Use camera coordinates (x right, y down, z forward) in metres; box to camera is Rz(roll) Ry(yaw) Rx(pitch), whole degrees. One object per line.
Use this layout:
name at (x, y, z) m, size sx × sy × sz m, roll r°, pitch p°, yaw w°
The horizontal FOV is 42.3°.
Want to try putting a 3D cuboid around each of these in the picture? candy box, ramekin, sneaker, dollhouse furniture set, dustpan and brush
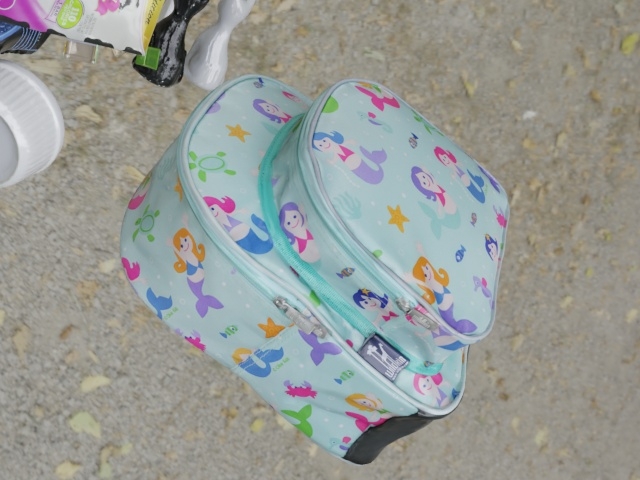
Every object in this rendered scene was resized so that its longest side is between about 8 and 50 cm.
candy box at (-0.253, -0.283, 0.800) m, size 0.233 × 0.071 × 0.159 m, roll 0°, pitch 120°, yaw -51°
ramekin at (-0.537, -0.182, 1.351) m, size 0.109 × 0.207 × 0.207 m, roll -66°, pitch 143°, yaw -55°
sneaker at (-0.501, -0.333, 1.337) m, size 0.232 × 0.081 × 0.090 m, roll -52°, pitch 161°, yaw -42°
dollhouse furniture set at (-0.356, -0.333, 1.413) m, size 0.058 × 0.152 × 0.076 m, roll -31°, pitch 134°, yaw -78°
dustpan and brush at (-0.348, -0.458, 1.869) m, size 0.060 × 0.211 × 0.147 m, roll 30°, pitch 115°, yaw -27°

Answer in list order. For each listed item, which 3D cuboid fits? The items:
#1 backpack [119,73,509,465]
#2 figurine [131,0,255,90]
backpack at (0.000, 0.000, 0.581) m, size 0.253 × 0.191 × 0.225 m, roll 34°, pitch 39°, yaw -7°
figurine at (-0.226, -0.394, 1.562) m, size 0.215 × 0.092 × 0.209 m, roll -12°, pitch 139°, yaw -58°
